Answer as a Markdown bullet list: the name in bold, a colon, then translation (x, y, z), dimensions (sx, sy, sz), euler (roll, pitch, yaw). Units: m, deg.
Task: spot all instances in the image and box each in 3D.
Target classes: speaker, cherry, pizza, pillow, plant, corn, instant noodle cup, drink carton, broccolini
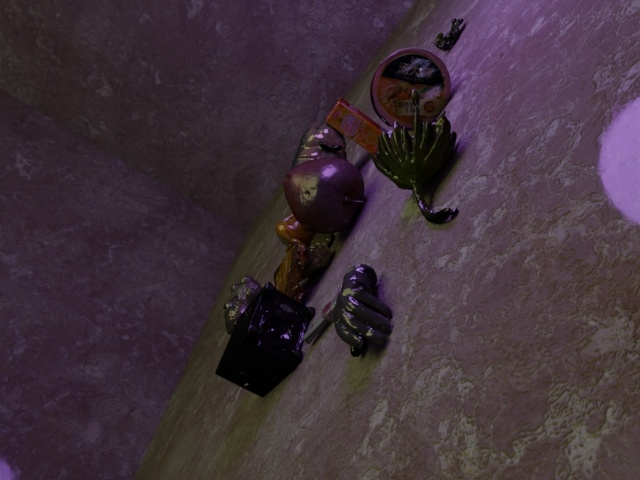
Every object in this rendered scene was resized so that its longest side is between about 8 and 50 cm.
- **speaker**: translation (-0.169, 0.298, 1.635), dimensions (0.254, 0.184, 0.232), euler (-50, 15, 41)
- **cherry**: translation (0.008, -0.153, 1.812), dimensions (0.261, 0.307, 0.221), euler (-65, -27, -9)
- **pizza**: translation (-0.108, 0.125, 1.847), dimensions (0.251, 0.074, 0.288), euler (-148, 68, -69)
- **pillow**: translation (0.001, 0.000, 1.996), dimensions (0.130, 0.033, 0.217), euler (-54, 14, 12)
- **plant**: translation (0.208, -0.155, 1.298), dimensions (0.251, 0.180, 0.333), euler (121, 169, -53)
- **corn**: translation (-0.030, 0.074, 1.855), dimensions (0.087, 0.087, 0.211), euler (-66, 9, -28)
- **instant noodle cup**: translation (0.273, -0.475, 1.694), dimensions (0.244, 0.244, 0.255), euler (-55, 5, 18)
- **drink carton**: translation (0.137, -0.425, 2.021), dimensions (0.096, 0.223, 0.071), euler (-51, 13, 27)
- **broccolini**: translation (0.457, -0.753, 1.961), dimensions (0.123, 0.062, 0.271), euler (-43, 15, 19)

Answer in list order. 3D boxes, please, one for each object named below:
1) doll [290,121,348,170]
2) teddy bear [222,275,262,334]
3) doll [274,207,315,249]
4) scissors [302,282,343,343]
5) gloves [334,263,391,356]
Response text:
- **doll**: translation (0.008, -0.294, 2.064), dimensions (0.247, 0.247, 0.350), euler (-44, 36, 49)
- **teddy bear**: translation (-0.347, 0.289, 2.399), dimensions (0.236, 0.151, 0.267), euler (-40, 17, 39)
- **doll**: translation (-0.074, -0.081, 2.191), dimensions (0.167, 0.162, 0.270), euler (59, -132, -63)
- **scissors**: translation (0.029, 0.191, 1.463), dimensions (0.242, 0.030, 0.118), euler (-51, 15, 17)
- **gloves**: translation (0.087, 0.153, 1.211), dimensions (0.285, 0.119, 0.142), euler (-99, 11, -66)
